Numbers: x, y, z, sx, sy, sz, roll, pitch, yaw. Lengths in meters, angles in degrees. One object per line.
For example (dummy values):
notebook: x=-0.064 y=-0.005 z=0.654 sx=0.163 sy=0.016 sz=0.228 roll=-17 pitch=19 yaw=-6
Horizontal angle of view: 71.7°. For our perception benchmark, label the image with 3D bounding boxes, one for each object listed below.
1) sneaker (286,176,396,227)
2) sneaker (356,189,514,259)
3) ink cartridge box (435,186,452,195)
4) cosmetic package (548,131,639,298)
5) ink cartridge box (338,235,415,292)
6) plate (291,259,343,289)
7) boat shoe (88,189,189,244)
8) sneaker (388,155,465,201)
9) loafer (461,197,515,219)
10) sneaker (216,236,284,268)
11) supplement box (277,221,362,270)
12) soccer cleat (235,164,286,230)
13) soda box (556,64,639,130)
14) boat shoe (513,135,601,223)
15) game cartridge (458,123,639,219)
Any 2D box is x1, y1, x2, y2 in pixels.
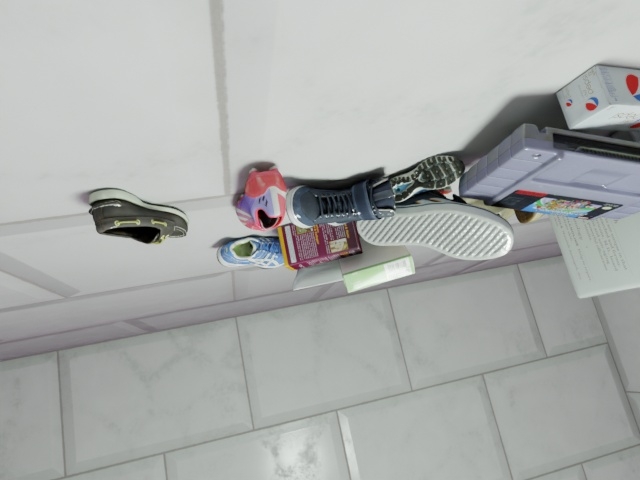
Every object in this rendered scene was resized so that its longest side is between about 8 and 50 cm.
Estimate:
sneaker: x=0.050 y=-0.076 z=0.847 sx=0.163 sy=0.086 sz=0.226 roll=-10 pitch=177 yaw=32
sneaker: x=0.245 y=-0.050 z=0.943 sx=0.321 sy=0.126 sz=0.127 roll=9 pitch=-142 yaw=27
ink cartridge box: x=0.263 y=-0.117 z=1.012 sx=0.062 sy=0.029 sz=0.115 roll=-2 pitch=163 yaw=-33
cosmetic package: x=0.798 y=-0.072 z=1.031 sx=0.329 sy=0.327 sz=0.394 roll=-12 pitch=167 yaw=-1
ink cartridge box: x=0.129 y=0.034 z=1.150 sx=0.171 sy=0.056 sz=0.235 roll=-17 pitch=-158 yaw=2
plate: x=0.056 y=0.052 z=1.294 sx=0.277 sy=0.045 sz=0.278 roll=-14 pitch=-167 yaw=5
boat shoe: x=-0.315 y=-0.026 z=0.793 sx=0.081 sy=0.069 sz=0.228 roll=-16 pitch=166 yaw=17
sneaker: x=0.212 y=-0.129 z=0.898 sx=0.162 sy=0.063 sz=0.073 roll=-17 pitch=-175 yaw=31
loafer: x=0.480 y=-0.079 z=1.218 sx=0.268 sy=0.092 sz=0.102 roll=-6 pitch=165 yaw=-22
sneaker: x=-0.154 y=0.031 z=1.138 sx=0.211 sy=0.080 sz=0.081 roll=-6 pitch=168 yaw=-27
supplement box: x=0.000 y=0.000 z=1.095 sx=0.188 sy=0.104 sz=0.081 roll=-14 pitch=167 yaw=9
soccer cleat: x=-0.108 y=-0.050 z=0.821 sx=0.083 sy=0.095 sz=0.248 roll=-8 pitch=165 yaw=-16
soda box: x=0.488 y=-0.222 z=0.706 sx=0.216 sy=0.069 sz=0.074 roll=-5 pitch=165 yaw=-24
boat shoe: x=0.528 y=-0.127 z=1.008 sx=0.110 sy=0.122 sz=0.341 roll=-12 pitch=165 yaw=3
game cartridge: x=0.461 y=-0.106 z=0.796 sx=0.355 sy=0.068 sz=0.230 roll=7 pitch=161 yaw=-7
